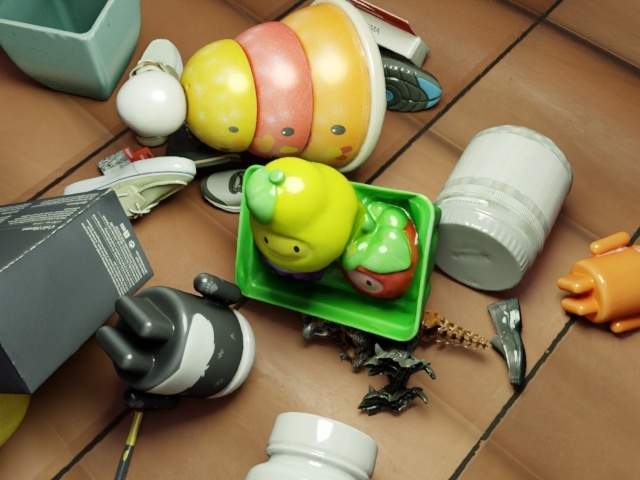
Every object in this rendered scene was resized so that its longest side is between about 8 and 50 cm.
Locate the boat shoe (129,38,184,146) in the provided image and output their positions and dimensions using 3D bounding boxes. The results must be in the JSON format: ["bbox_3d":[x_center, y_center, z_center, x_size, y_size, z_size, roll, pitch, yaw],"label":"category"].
[{"bbox_3d":[-0.373,-0.362,1.516,0.113,0.103,0.302,-3,58,-2],"label":"boat shoe"}]

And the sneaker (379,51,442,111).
[{"bbox_3d":[0.122,-0.405,1.541,0.341,0.125,0.139,18,53,6],"label":"sneaker"}]

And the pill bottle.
[{"bbox_3d":[-0.041,0.454,0.975,0.204,0.204,0.361,14,61,8],"label":"pill bottle"}]

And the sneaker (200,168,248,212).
[{"bbox_3d":[-0.115,-0.119,1.372,0.271,0.108,0.100,3,60,7],"label":"sneaker"}]

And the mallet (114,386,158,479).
[{"bbox_3d":[-0.315,0.344,1.139,0.062,0.039,0.189,3,64,1],"label":"mallet"}]

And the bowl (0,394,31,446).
[{"bbox_3d":[-0.595,0.302,1.067,0.289,0.289,0.156,-15,102,-9],"label":"bowl"}]

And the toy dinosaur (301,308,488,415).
[{"bbox_3d":[0.128,0.170,1.190,0.322,0.164,0.218,-13,41,16],"label":"toy dinosaur"}]

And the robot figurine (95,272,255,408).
[{"bbox_3d":[-0.231,0.171,1.105,0.209,0.278,0.173,-24,63,24],"label":"robot figurine"}]

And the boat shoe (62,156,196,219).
[{"bbox_3d":[-0.381,-0.088,1.335,0.302,0.109,0.094,-14,76,20],"label":"boat shoe"}]

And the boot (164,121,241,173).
[{"bbox_3d":[-0.254,-0.211,1.375,0.198,0.077,0.137,-3,88,30],"label":"boot"}]

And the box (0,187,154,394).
[{"bbox_3d":[-0.515,0.077,1.077,0.343,0.179,0.312,-5,27,28],"label":"box"}]

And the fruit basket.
[{"bbox_3d":[0.000,0.000,1.102,0.392,0.392,0.283,7,102,3],"label":"fruit basket"}]

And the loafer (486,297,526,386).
[{"bbox_3d":[0.345,0.189,1.233,0.061,0.062,0.170,-9,53,20],"label":"loafer"}]

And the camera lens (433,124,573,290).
[{"bbox_3d":[0.343,-0.069,1.285,0.219,0.219,0.274,27,62,14],"label":"camera lens"}]

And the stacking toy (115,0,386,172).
[{"bbox_3d":[-0.149,-0.273,1.278,0.480,0.350,0.350,-13,59,-24],"label":"stacking toy"}]

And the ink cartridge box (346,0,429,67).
[{"bbox_3d":[0.103,-0.501,1.541,0.275,0.239,0.060,31,102,17],"label":"ink cartridge box"}]

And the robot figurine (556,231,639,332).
[{"bbox_3d":[0.563,0.082,1.255,0.219,0.128,0.158,-15,58,-8],"label":"robot figurine"}]

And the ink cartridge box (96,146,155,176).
[{"bbox_3d":[-0.417,-0.167,1.443,0.115,0.029,0.063,-31,64,-17],"label":"ink cartridge box"}]

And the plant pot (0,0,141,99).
[{"bbox_3d":[-0.544,-0.461,1.487,0.248,0.252,0.247,13,60,6],"label":"plant pot"}]
